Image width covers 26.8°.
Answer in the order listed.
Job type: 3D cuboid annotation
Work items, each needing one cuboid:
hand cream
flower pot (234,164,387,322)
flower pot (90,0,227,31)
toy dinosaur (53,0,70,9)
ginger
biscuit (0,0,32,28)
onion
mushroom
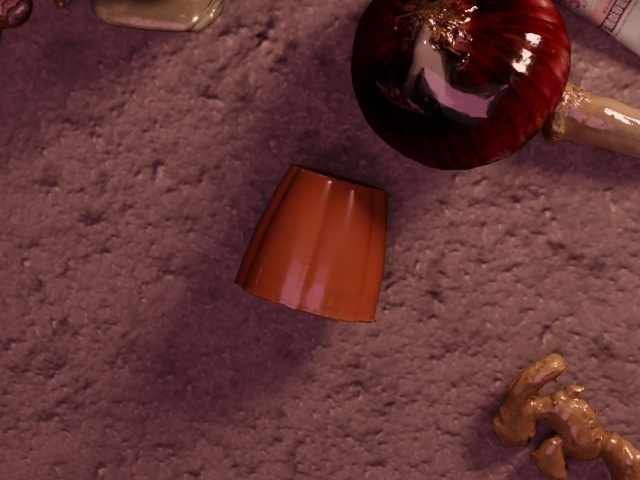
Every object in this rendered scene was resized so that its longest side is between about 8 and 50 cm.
[{"bbox_3d":[0.290,-0.329,1.647,0.331,0.058,0.085,27,113,-4],"label":"hand cream"},{"bbox_3d":[0.000,0.000,1.725,0.190,0.190,0.173,15,97,5],"label":"flower pot"},{"bbox_3d":[-0.177,-0.435,1.588,0.164,0.254,0.367,8,107,7],"label":"flower pot"},{"bbox_3d":[-0.344,-0.423,1.734,0.142,0.057,0.212,-32,87,35],"label":"toy dinosaur"},{"bbox_3d":[0.338,0.274,1.803,0.258,0.065,0.149,45,120,-11],"label":"ginger"},{"bbox_3d":[-0.489,-0.342,1.783,0.138,0.031,0.205,-39,94,17],"label":"biscuit"},{"bbox_3d":[0.174,-0.199,1.632,0.273,0.285,0.273,-9,59,15],"label":"onion"},{"bbox_3d":[0.377,-0.136,1.679,0.209,0.071,0.084,17,113,1],"label":"mushroom"}]
